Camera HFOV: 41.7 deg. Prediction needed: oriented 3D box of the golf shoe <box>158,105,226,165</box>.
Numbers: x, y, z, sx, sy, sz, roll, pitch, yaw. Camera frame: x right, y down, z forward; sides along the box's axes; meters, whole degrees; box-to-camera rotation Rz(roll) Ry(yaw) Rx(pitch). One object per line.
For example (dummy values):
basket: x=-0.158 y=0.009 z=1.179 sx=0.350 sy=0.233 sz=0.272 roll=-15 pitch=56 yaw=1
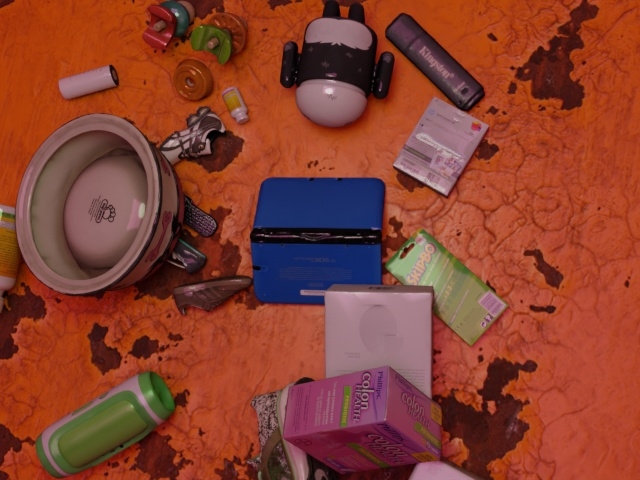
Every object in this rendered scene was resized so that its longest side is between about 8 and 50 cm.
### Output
golf shoe: x=-0.307 y=-0.221 z=1.968 sx=0.094 sy=0.077 sz=0.198 roll=43 pitch=90 yaw=12

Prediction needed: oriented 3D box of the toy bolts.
toy bolts: x=-0.299 y=-0.475 z=2.006 sx=0.228 sy=0.158 sz=0.218 roll=32 pitch=127 yaw=3

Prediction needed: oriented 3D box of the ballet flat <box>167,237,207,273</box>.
ballet flat: x=-0.354 y=0.005 z=1.943 sx=0.203 sy=0.074 sz=0.074 roll=40 pitch=89 yaw=10

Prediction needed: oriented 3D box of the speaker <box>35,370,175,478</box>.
speaker: x=-0.477 y=0.410 z=1.867 sx=0.296 sy=0.131 sz=0.131 roll=-30 pitch=78 yaw=3

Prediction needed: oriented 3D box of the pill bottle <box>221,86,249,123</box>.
pill bottle: x=-0.199 y=-0.318 z=1.983 sx=0.043 sy=0.043 sz=0.083 roll=-25 pitch=77 yaw=4

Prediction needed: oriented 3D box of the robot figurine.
robot figurine: x=0.036 y=-0.394 z=1.898 sx=0.209 sy=0.173 sz=0.278 roll=1 pitch=79 yaw=44

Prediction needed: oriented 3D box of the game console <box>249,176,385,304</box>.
game console: x=0.000 y=0.000 z=1.910 sx=0.293 sy=0.173 sz=0.250 roll=1 pitch=112 yaw=9

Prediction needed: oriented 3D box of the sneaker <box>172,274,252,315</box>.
sneaker: x=-0.241 y=0.124 z=1.917 sx=0.188 sy=0.066 sz=0.071 roll=-9 pitch=96 yaw=12

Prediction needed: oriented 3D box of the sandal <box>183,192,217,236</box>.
sandal: x=-0.318 y=-0.072 z=1.969 sx=0.179 sy=0.040 sz=0.067 roll=39 pitch=94 yaw=-2

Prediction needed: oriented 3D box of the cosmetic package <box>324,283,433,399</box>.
cosmetic package: x=0.127 y=0.211 z=1.779 sx=0.224 sy=0.138 sz=0.225 roll=1 pitch=94 yaw=9

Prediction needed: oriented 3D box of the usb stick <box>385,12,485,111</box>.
usb stick: x=0.261 y=-0.411 z=1.926 sx=0.077 sy=0.045 sz=0.278 roll=-42 pitch=78 yaw=-1

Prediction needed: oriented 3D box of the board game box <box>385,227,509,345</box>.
board game box: x=0.275 y=0.100 z=1.847 sx=0.259 sy=0.039 sz=0.124 roll=43 pitch=89 yaw=10

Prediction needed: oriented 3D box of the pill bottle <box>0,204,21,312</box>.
pill bottle: x=-0.774 y=0.040 z=1.966 sx=0.136 sy=0.136 sz=0.246 roll=8 pitch=82 yaw=10

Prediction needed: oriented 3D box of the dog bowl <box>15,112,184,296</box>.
dog bowl: x=-0.484 y=-0.070 z=1.889 sx=0.407 sy=0.150 sz=0.408 roll=-5 pitch=78 yaw=25

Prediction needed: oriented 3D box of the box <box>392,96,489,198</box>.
box: x=0.271 y=-0.210 z=1.896 sx=0.145 sy=0.038 sz=0.186 roll=30 pitch=87 yaw=12

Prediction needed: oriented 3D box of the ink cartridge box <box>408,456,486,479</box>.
ink cartridge box: x=0.289 y=0.621 z=1.711 sx=0.309 sy=0.130 sz=0.272 roll=27 pitch=86 yaw=12

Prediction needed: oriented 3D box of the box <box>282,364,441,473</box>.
box: x=0.087 y=0.366 z=1.685 sx=0.243 sy=0.213 sz=0.117 roll=-18 pitch=48 yaw=30

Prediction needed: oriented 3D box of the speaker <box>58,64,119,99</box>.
speaker: x=-0.565 y=-0.385 z=2.045 sx=0.136 sy=0.055 sz=0.055 roll=-15 pitch=79 yaw=6

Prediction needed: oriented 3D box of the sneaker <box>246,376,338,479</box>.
sneaker: x=-0.070 y=0.504 z=1.807 sx=0.182 sy=0.158 sz=0.411 roll=-10 pitch=79 yaw=36
